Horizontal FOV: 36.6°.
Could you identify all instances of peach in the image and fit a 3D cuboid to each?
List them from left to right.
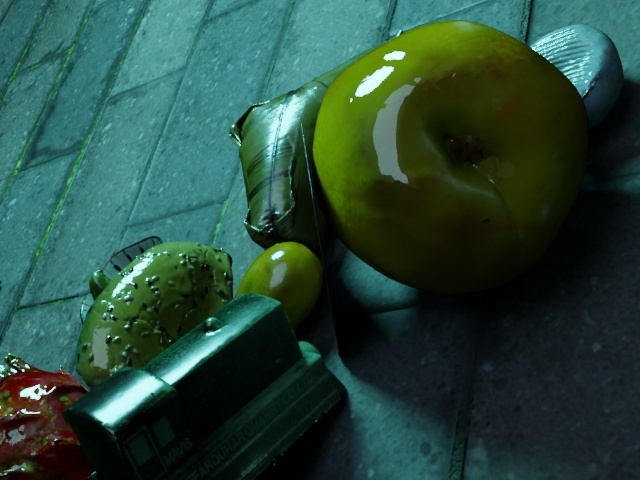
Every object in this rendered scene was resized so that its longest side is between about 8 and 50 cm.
[{"bbox_3d":[0.128,-0.089,1.050,0.289,0.289,0.308,-52,4,-4],"label":"peach"}]

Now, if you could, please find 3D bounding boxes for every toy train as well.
[{"bbox_3d":[-0.126,0.188,1.073,0.139,0.178,0.330,5,34,48],"label":"toy train"}]

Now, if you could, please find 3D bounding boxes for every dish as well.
[{"bbox_3d":[-0.277,0.089,1.468,0.191,0.066,0.190,-26,41,26],"label":"dish"}]

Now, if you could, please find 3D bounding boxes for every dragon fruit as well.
[{"bbox_3d":[-0.365,0.266,1.269,0.210,0.205,0.268,-29,73,-7],"label":"dragon fruit"}]

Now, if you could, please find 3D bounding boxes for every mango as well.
[{"bbox_3d":[-0.062,0.075,1.250,0.163,0.089,0.111,-45,36,21],"label":"mango"}]

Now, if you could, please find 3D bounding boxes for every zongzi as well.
[{"bbox_3d":[0.021,-0.131,1.323,0.289,0.123,0.260,-28,46,19],"label":"zongzi"}]

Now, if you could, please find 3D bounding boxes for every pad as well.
[{"bbox_3d":[0.000,0.000,1.135,0.002,0.266,0.176,-9,45,0],"label":"pad"}]

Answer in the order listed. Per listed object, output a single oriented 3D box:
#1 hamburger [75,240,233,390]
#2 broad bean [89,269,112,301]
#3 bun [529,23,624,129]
[{"bbox_3d":[-0.218,0.122,1.250,0.168,0.192,0.288,-39,35,50],"label":"hamburger"},{"bbox_3d":[-0.280,0.151,1.357,0.069,0.226,0.039,-6,3,-1],"label":"broad bean"},{"bbox_3d":[0.290,-0.178,1.124,0.141,0.083,0.140,-25,52,36],"label":"bun"}]
